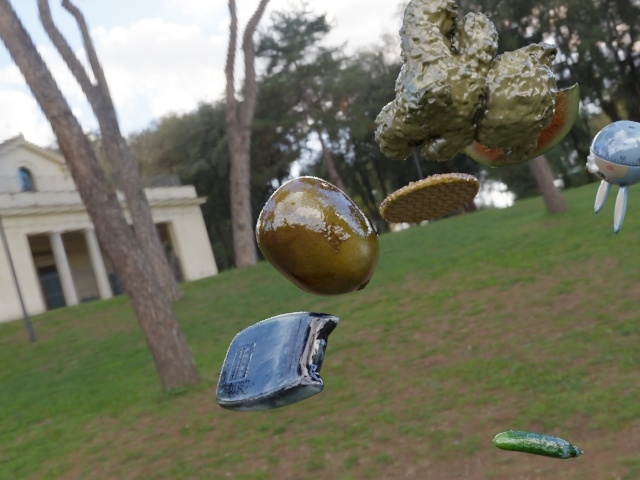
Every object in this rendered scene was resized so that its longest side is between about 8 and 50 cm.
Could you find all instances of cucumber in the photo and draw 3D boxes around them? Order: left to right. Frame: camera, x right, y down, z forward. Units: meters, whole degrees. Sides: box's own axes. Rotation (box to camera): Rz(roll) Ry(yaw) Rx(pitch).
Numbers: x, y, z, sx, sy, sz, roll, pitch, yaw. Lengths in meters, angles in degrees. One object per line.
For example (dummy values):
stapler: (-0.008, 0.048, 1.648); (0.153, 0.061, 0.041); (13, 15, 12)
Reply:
cucumber: (0.350, 0.325, 1.281); (0.155, 0.037, 0.037); (10, -7, -6)

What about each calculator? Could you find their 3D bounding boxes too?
calculator: (-0.086, 0.207, 1.379); (0.268, 0.177, 0.040); (-21, -47, 41)

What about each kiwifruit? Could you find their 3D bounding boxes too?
kiwifruit: (0.000, 0.000, 1.450); (0.196, 0.234, 0.196); (-46, -8, -8)

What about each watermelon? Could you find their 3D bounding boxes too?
watermelon: (0.377, -0.204, 1.484); (0.245, 0.063, 0.119); (-26, -31, 30)

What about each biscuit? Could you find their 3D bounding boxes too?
biscuit: (0.262, -0.102, 1.941); (0.254, 0.035, 0.254); (-12, -19, -4)

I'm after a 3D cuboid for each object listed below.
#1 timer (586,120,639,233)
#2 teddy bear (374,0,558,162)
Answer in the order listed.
timer: (0.705, -0.169, 1.947); (0.175, 0.175, 0.255); (-11, -45, -55)
teddy bear: (0.232, -0.221, 1.211); (0.256, 0.267, 0.156); (4, 28, -13)
